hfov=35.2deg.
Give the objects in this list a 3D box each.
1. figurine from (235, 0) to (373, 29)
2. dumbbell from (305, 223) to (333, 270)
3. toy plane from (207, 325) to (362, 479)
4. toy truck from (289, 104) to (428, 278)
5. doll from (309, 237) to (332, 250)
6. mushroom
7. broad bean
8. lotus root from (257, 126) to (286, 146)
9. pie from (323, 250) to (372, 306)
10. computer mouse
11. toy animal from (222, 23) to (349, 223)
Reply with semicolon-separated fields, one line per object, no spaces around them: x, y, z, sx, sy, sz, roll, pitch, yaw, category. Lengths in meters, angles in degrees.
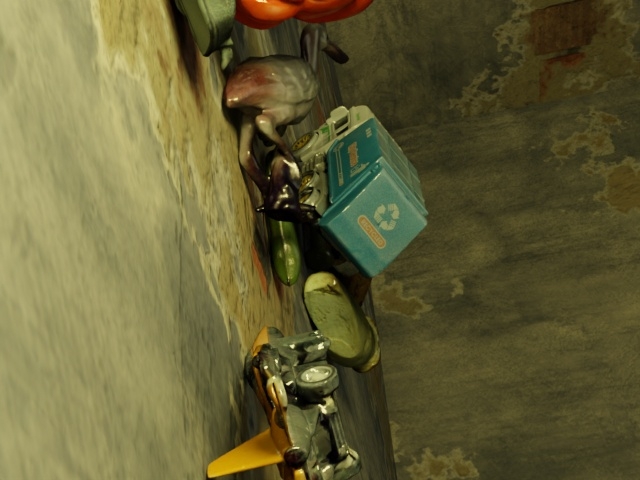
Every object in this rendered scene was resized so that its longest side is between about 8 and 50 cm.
-0.065;-0.427;1.054;0.412;0.241;0.306;63;-26;24;figurine
-0.005;-0.006;1.668;0.052;0.046;0.118;67;14;-48;dumbbell
-0.023;0.135;0.867;0.316;0.103;0.204;-85;163;-71;toy plane
0.053;-0.080;1.559;0.146;0.175;0.367;50;17;-24;toy truck
0.009;-0.002;1.782;0.093;0.051;0.062;15;59;-86;doll
0.035;0.139;1.631;0.333;0.087;0.107;57;18;-68;mushroom
-0.050;-0.044;1.284;0.069;0.039;0.227;83;1;-50;broad bean
-0.066;-0.160;1.278;0.054;0.049;0.099;-97;178;-49;lotus root
0.055;0.007;1.805;0.273;0.069;0.273;-170;-90;-81;pie
-0.112;-0.266;0.887;0.113;0.068;0.229;-136;-135;-77;computer mouse
-0.045;-0.171;1.188;0.195;0.090;0.324;60;33;-46;toy animal
